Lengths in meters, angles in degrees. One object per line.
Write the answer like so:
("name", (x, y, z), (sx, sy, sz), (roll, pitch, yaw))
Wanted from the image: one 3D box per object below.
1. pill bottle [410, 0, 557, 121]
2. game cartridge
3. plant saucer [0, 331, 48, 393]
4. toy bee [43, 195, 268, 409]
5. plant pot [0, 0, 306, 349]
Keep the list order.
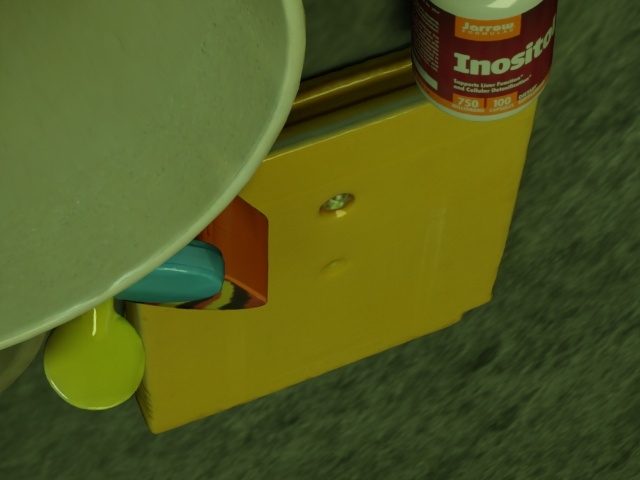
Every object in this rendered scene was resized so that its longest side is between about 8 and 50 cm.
("pill bottle", (0.093, -0.143, 1.020), (0.086, 0.086, 0.152), (-22, 150, -9))
("game cartridge", (0.000, 0.000, 1.218), (0.285, 0.053, 0.324), (-19, 152, -14))
("plant saucer", (-0.265, 0.024, 0.825), (0.277, 0.041, 0.278), (-6, 147, -4))
("toy bee", (-0.127, -0.032, 0.926), (0.162, 0.195, 0.298), (-1, 143, 9))
("plant pot", (-0.175, -0.132, 0.626), (0.256, 0.274, 0.256), (-20, 151, -12))
